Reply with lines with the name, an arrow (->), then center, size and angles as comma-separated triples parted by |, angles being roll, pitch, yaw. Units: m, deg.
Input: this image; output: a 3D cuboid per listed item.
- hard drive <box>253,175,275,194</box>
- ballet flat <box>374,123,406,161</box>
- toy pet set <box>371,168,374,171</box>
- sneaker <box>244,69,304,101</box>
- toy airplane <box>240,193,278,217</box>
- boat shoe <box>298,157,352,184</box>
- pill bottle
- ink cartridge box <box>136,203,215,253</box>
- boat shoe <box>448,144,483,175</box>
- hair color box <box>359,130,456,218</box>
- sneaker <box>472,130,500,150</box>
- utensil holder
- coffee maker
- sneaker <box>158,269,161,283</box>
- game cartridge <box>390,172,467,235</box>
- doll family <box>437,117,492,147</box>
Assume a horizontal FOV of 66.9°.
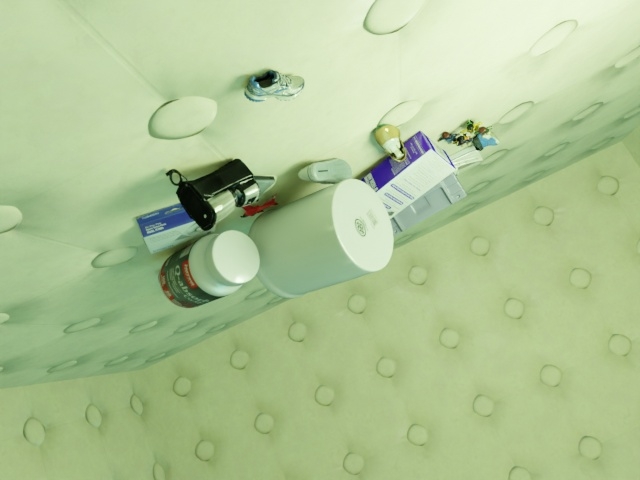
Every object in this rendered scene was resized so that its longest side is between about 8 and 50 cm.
hard drive -> -0.213, -0.162, 1.456 | 0.094, 0.022, 0.135 | -35, 162, 37
ballet flat -> 0.238, -0.311, 1.570 | 0.080, 0.073, 0.232 | -30, 165, 18
toy pet set -> 0.242, -0.236, 1.870 | 0.114, 0.065, 0.122 | -21, 166, -16
sneaker -> -0.090, -0.326, 1.010 | 0.135, 0.052, 0.058 | -19, 161, -24
toy airplane -> -0.206, -0.111, 1.645 | 0.151, 0.028, 0.151 | -24, 168, -5
boat shoe -> 0.016, -0.222, 1.554 | 0.075, 0.083, 0.226 | -1, -179, 35
pill bottle -> -0.373, 0.096, 1.622 | 0.210, 0.211, 0.362 | -11, 172, -43
ink cartridge box -> -0.429, -0.044, 1.473 | 0.223, 0.045, 0.224 | -21, 165, -17
boat shoe -> 0.570, -0.312, 2.096 | 0.267, 0.088, 0.096 | -26, 166, 4
hair color box -> 0.296, -0.223, 1.766 | 0.338, 0.110, 0.185 | -39, 141, 25
sneaker -> 0.676, -0.405, 1.993 | 0.084, 0.058, 0.152 | -41, 156, 32
utensil holder -> 0.000, 0.000, 1.619 | 0.385, 0.328, 0.327 | -20, 173, 41
coffee maker -> -0.264, -0.139, 1.239 | 0.120, 0.171, 0.178 | -8, -158, 42
sneaker -> -0.509, 0.139, 1.895 | 0.236, 0.095, 0.104 | -4, 169, -15
game cartridge -> 0.378, -0.189, 1.964 | 0.354, 0.230, 0.068 | -30, -160, 20
doll family -> 0.529, -0.390, 1.780 | 0.192, 0.076, 0.111 | -28, 171, 26
